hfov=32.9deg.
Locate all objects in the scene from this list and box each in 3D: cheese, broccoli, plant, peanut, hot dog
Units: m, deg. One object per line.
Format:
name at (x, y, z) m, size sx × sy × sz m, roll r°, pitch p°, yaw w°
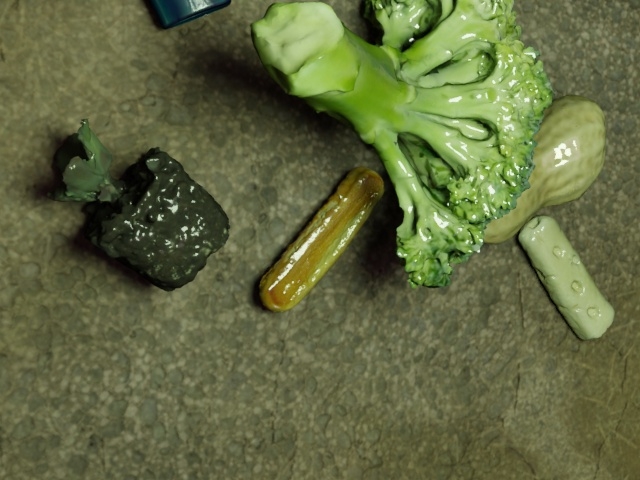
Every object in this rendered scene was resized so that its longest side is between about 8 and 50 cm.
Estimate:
cheese at (0.333, 0.052, 1.471) m, size 0.065 × 0.043 × 0.194 m, roll -40°, pitch 108°, yaw -12°
broccoli at (0.091, -0.197, 1.214) m, size 0.275 × 0.353 × 0.397 m, roll -36°, pitch 124°, yaw 24°
plant at (-0.205, -0.042, 1.193) m, size 0.203 × 0.142 × 0.131 m, roll 36°, pitch 88°, yaw -29°
peanut at (0.276, -0.085, 1.398) m, size 0.256 × 0.123 × 0.123 m, roll -41°, pitch 106°, yaw -17°
hot dog at (0.000, 0.000, 1.324) m, size 0.216 × 0.047 × 0.066 m, roll -52°, pitch 124°, yaw -13°

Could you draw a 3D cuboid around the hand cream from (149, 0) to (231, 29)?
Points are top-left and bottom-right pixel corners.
hand cream at (-0.192, -0.379, 1.225) m, size 0.120 × 0.061 × 0.270 m, roll -23°, pitch 96°, yaw -5°
